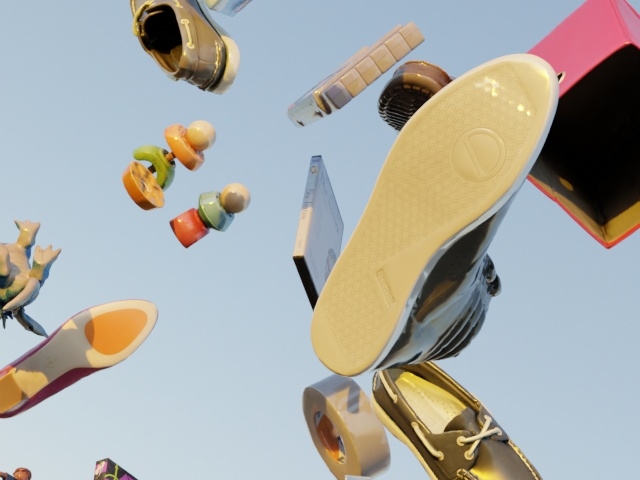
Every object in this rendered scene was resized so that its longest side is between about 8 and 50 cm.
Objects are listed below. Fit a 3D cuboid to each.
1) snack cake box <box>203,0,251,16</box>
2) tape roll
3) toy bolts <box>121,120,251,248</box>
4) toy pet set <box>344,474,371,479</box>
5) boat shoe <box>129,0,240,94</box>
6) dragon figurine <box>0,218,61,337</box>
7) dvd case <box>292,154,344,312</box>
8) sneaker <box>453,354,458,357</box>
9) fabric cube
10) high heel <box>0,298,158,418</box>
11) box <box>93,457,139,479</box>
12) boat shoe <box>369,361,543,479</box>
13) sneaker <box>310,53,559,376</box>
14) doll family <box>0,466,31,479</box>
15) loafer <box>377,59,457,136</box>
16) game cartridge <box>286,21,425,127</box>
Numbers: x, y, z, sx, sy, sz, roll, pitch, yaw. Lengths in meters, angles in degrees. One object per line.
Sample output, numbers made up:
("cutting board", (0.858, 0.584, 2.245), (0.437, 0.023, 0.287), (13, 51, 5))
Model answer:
("snack cake box", (-0.084, -0.461, 1.483), (0.264, 0.089, 0.152), (-36, -98, 17))
("tape roll", (0.047, 0.371, 2.038), (0.219, 0.072, 0.219), (46, -32, 40))
("toy bolts", (-0.244, -0.108, 1.987), (0.158, 0.218, 0.228), (-31, -80, 14))
("toy pet set", (0.052, 0.416, 1.554), (0.065, 0.114, 0.122), (-14, -32, 22))
("boat shoe", (-0.225, -0.320, 1.568), (0.305, 0.091, 0.109), (49, -59, 43))
("dragon figurine", (-0.343, 0.064, 1.147), (0.289, 0.085, 0.144), (36, -62, 55))
("dvd case", (0.000, 0.000, 1.811), (0.022, 0.253, 0.180), (-6, -46, 15))
("sneaker", (0.183, 0.108, 1.630), (0.078, 0.188, 0.067), (14, -43, -19))
("fabric cube", (0.447, -0.199, 1.632), (0.259, 0.258, 0.254), (39, -61, -18))
("high heel", (-0.319, 0.151, 1.336), (0.082, 0.244, 0.117), (54, -15, -2))
("box", (-0.328, 0.449, 1.689), (0.029, 0.162, 0.116), (-20, -46, 21))
("boat shoe", (0.172, 0.247, 1.326), (0.302, 0.114, 0.091), (34, -41, 34))
("sneaker", (0.114, -0.015, 0.867), (0.104, 0.295, 0.147), (40, 17, 30))
("doll family", (-0.410, 0.409, 1.508), (0.076, 0.111, 0.193), (-8, -64, 12))
("loafer", (0.188, -0.238, 1.819), (0.134, 0.130, 0.366), (19, -10, 13))
("game cartridge", (0.056, -0.324, 2.087), (0.068, 0.230, 0.355), (56, -12, -8))
